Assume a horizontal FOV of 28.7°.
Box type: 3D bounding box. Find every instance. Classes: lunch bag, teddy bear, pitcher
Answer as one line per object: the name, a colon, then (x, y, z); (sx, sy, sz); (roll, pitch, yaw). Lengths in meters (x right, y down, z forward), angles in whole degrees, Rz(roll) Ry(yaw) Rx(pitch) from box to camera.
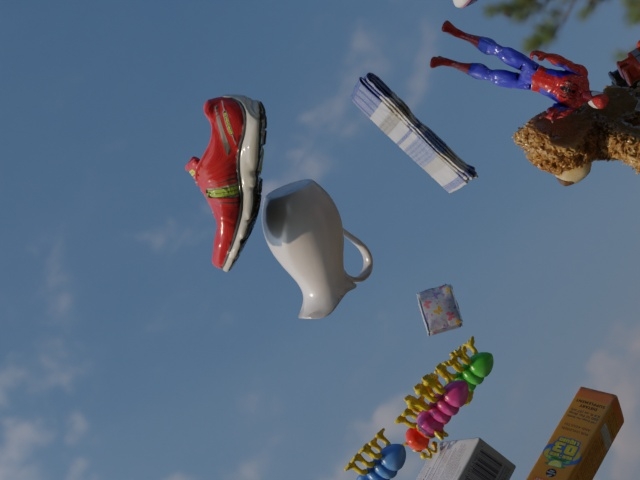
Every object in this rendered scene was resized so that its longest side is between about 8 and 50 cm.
lunch bag: (0.221, 0.127, 2.318); (0.071, 0.083, 0.053); (-17, -17, 1)
teddy bear: (0.478, -0.171, 1.987); (0.338, 0.245, 0.113); (-31, -46, -30)
pitcher: (0.000, 0.000, 2.044); (0.178, 0.126, 0.207); (-33, -71, -41)

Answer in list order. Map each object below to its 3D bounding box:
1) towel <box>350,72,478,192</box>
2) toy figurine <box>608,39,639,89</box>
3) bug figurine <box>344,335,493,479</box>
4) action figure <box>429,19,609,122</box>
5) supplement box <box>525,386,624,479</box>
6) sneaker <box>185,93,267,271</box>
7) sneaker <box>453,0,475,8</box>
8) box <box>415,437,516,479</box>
towel: (0.174, -0.201, 2.377); (0.034, 0.285, 0.209); (-47, 0, -6)
toy figurine: (0.631, -0.268, 2.242); (0.148, 0.209, 0.213); (-29, -5, 5)
bug figurine: (0.139, 0.239, 1.653); (0.216, 0.072, 0.279); (-54, -12, 24)
action figure: (0.295, -0.252, 1.886); (0.139, 0.280, 0.091); (-20, -51, -67)
supplement box: (0.444, 0.369, 2.181); (0.233, 0.078, 0.080); (-54, -43, -30)
sneaker: (-0.151, -0.091, 1.930); (0.107, 0.118, 0.278); (-68, -14, -73)
sneaker: (0.208, -0.392, 1.485); (0.236, 0.104, 0.095); (-49, -7, 31)
box: (0.187, 0.348, 1.733); (0.126, 0.072, 0.137); (-57, 12, -21)
